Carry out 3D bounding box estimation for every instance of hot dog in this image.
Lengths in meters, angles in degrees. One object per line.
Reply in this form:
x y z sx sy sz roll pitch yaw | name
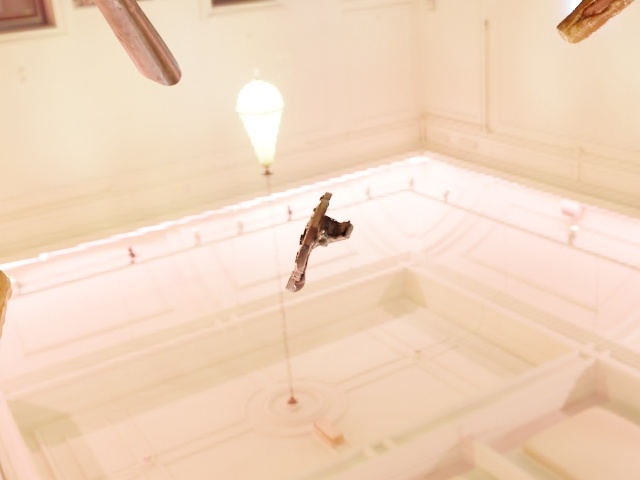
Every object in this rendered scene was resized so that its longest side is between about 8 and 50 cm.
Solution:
0.496 -0.416 1.245 0.286 0.061 0.088 -41 177 33 | hot dog

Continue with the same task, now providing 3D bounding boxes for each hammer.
-0.262 -0.314 0.943 0.242 0.095 0.409 23 168 17 | hammer

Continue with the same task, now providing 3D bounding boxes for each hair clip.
-0.007 -0.003 1.195 0.056 0.146 0.187 24 162 -13 | hair clip

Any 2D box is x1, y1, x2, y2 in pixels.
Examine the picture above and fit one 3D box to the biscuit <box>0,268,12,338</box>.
-0.301 0.077 0.579 0.030 0.160 0.249 -29 -140 15 | biscuit
